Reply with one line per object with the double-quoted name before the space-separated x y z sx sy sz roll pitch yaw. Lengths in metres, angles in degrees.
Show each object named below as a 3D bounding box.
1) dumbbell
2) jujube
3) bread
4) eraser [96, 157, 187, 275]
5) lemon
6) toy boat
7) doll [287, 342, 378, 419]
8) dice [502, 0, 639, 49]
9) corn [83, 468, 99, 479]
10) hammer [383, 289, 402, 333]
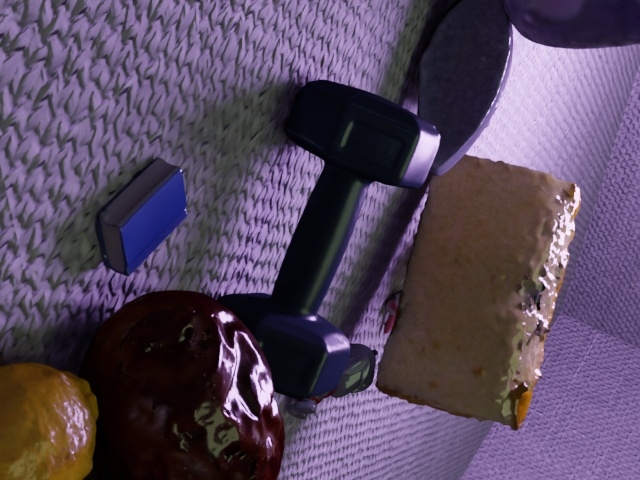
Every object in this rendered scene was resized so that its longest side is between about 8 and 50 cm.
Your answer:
"dumbbell" 0.000 0.000 1.080 0.160 0.144 0.324 4 109 -67
"jujube" -0.123 0.152 0.905 0.183 0.183 0.243 -53 156 -30
"bread" 0.237 0.076 1.524 0.165 0.237 0.375 57 49 -81
"eraser" -0.147 -0.019 0.857 0.084 0.027 0.063 -51 157 -36
"lemon" -0.221 0.147 0.744 0.155 0.114 0.114 -47 154 -51
"toy boat" 0.206 -0.244 1.395 0.293 0.111 0.276 -56 161 -60
"doll" 0.023 0.197 1.474 0.180 0.079 0.094 -33 175 -40
"dice" 0.361 -0.394 1.236 0.270 0.270 0.271 -50 134 -55
"corn" -0.265 0.312 0.868 0.288 0.086 0.086 -52 156 -28
"hammer" 0.120 0.121 1.689 0.052 0.031 0.083 -34 150 -49
